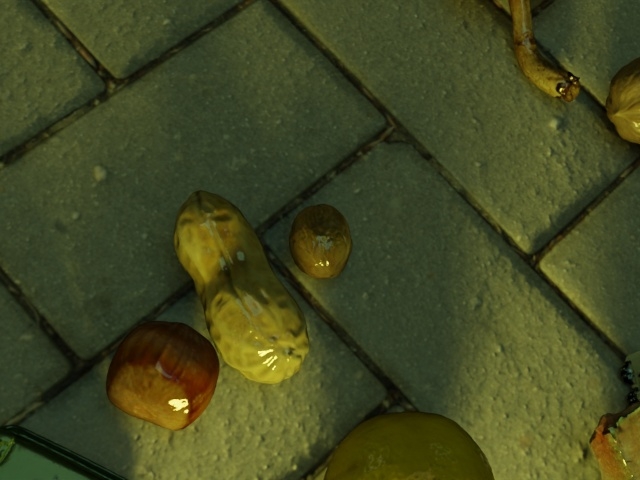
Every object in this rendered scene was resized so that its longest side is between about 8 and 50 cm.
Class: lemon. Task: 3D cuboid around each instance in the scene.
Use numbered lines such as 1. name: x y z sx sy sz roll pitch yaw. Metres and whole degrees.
1. lemon: 0.116 0.334 1.234 0.240 0.240 0.219 3 56 -10

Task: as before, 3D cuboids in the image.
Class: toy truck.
1. toy truck: 0.532 0.228 1.451 0.077 0.076 0.111 4 67 -31

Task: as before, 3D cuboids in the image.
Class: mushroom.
1. mushroom: 0.341 -0.414 1.631 0.233 0.208 0.302 -1 74 32

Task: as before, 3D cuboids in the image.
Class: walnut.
1. walnut: 0.583 -0.248 1.611 0.184 0.155 0.155 -23 74 -17
2. walnut: 0.000 0.000 1.418 0.105 0.105 0.124 -3 68 -12

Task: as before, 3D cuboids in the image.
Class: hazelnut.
1. hazelnut: -0.218 0.186 1.288 0.150 0.150 0.150 4 67 -10

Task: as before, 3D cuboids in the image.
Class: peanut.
1. peanut: -0.120 0.065 1.342 0.147 0.147 0.305 -20 72 -18

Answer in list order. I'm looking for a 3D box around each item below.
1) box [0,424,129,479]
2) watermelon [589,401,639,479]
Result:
1. box: -0.388 0.401 1.132 0.252 0.178 0.329 25 65 1
2. watermelon: 0.547 0.337 1.353 0.264 0.151 0.302 -29 88 -15
